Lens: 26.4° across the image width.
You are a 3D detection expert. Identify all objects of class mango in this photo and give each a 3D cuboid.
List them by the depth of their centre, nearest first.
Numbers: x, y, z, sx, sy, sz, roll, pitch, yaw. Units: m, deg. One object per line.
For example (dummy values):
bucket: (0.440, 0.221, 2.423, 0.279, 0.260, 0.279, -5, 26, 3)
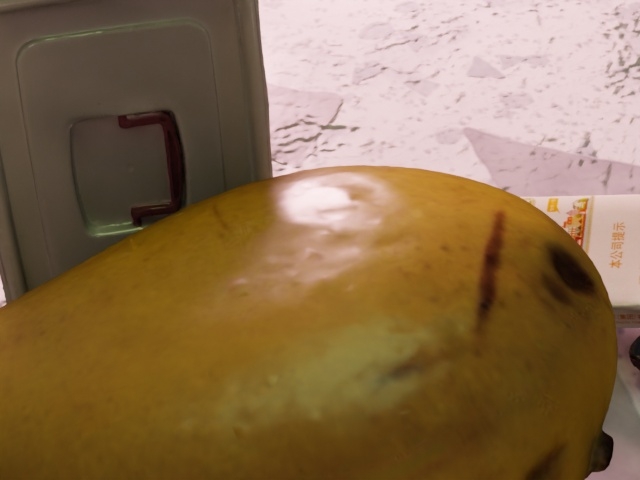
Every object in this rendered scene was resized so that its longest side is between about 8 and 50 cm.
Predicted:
mango: (-0.046, 0.093, 0.811, 0.445, 0.220, 0.301, -7, 47, -2)

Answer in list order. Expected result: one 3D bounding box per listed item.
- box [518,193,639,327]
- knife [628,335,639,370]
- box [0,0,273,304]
box: (0.167, 0.014, 0.989, 0.220, 0.032, 0.122, -2, 43, 18)
knife: (0.314, 0.016, 0.995, 0.123, 0.053, 0.278, 13, 48, 42)
box: (-0.140, -0.084, 0.952, 0.193, 0.294, 0.167, -8, 34, -8)
